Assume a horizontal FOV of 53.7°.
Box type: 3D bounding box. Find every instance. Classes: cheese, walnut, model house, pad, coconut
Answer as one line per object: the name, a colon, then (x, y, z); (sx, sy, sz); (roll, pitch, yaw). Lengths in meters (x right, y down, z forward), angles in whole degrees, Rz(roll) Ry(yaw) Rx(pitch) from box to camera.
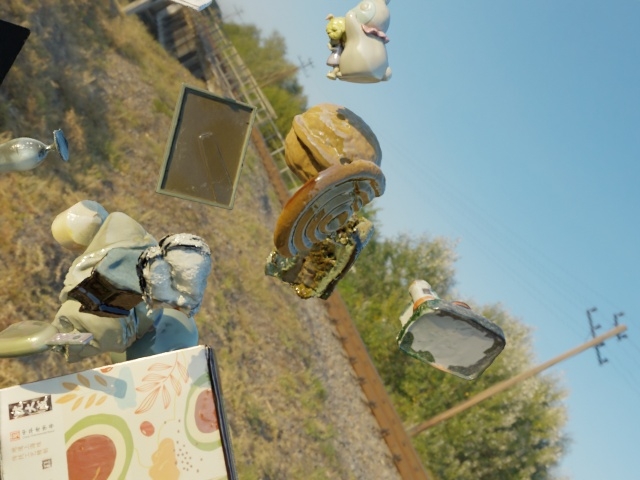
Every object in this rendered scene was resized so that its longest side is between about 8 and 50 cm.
cheese: (-0.469, 0.168, 1.076); (0.097, 0.192, 0.037); (-49, 132, -61)
walnut: (0.026, -0.228, 1.616); (0.257, 0.224, 0.257); (35, 24, -18)
model house: (0.344, 0.213, 1.800); (0.272, 0.190, 0.300); (24, 22, -15)
pad: (-0.561, -0.305, 1.041); (0.112, 0.157, 0.003); (5, 49, -53)
model house: (-0.416, 0.093, 1.232); (0.165, 0.152, 0.106); (27, 33, -48)
coconut: (-0.669, -0.038, 1.794); (0.147, 0.153, 0.147); (21, 61, -45)

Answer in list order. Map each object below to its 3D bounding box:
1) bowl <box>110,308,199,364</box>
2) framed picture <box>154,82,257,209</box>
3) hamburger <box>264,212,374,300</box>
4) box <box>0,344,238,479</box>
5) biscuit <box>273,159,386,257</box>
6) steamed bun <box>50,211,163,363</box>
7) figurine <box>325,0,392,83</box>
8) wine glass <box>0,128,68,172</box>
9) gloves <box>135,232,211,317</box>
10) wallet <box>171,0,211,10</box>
bowl: (-0.487, 0.343, 1.967); (0.146, 0.289, 0.289); (38, -11, 31)
framed picture: (-0.344, -0.280, 1.921); (0.247, 0.334, 0.022); (13, 2, -28)
hamburger: (0.000, 0.000, 1.415); (0.168, 0.288, 0.192); (31, 41, -5)
box: (-0.352, 0.403, 1.140); (0.122, 0.386, 0.344); (100, -22, -71)
biscuit: (0.016, -0.062, 1.037); (0.033, 0.224, 0.144); (50, -12, 30)
steamed bun: (-0.513, 0.144, 1.619); (0.238, 0.393, 0.346); (26, -3, -6)
figurine: (0.095, -0.490, 1.467); (0.127, 0.155, 0.235); (-3, 98, -69)
wine glass: (-0.875, -0.262, 1.885); (0.103, 0.222, 0.103); (167, -90, -86)
gloves: (-0.232, 0.050, 1.001); (0.070, 0.115, 0.153); (-93, -164, -48)
wallet: (-0.404, -0.702, 1.786); (0.183, 0.031, 0.124); (23, 35, -2)
